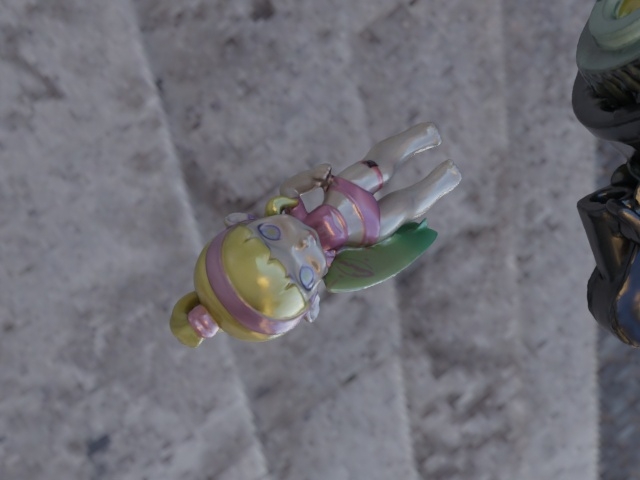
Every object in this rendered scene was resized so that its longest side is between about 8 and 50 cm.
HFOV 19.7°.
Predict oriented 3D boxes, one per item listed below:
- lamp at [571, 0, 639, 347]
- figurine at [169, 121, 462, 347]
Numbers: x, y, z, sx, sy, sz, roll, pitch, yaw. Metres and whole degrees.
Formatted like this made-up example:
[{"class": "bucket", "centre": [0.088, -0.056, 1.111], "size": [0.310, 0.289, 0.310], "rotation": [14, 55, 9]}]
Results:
[{"class": "lamp", "centre": [0.329, -0.110, 1.362], "size": [0.374, 0.205, 0.272], "rotation": [-30, 109, -6]}, {"class": "figurine", "centre": [0.000, 0.000, 0.986], "size": [0.187, 0.083, 0.083], "rotation": [-38, 150, -31]}]
